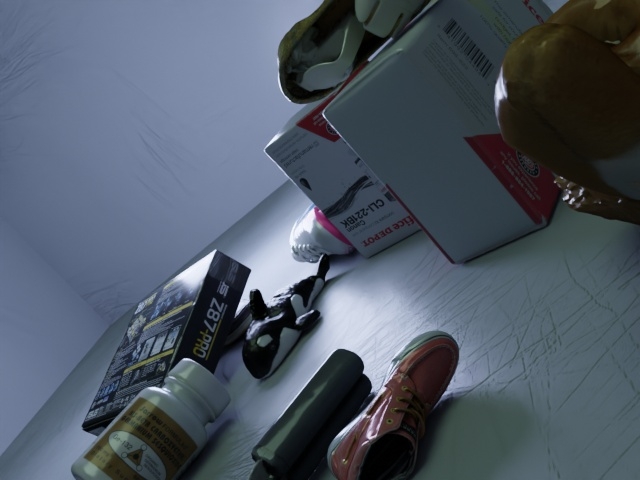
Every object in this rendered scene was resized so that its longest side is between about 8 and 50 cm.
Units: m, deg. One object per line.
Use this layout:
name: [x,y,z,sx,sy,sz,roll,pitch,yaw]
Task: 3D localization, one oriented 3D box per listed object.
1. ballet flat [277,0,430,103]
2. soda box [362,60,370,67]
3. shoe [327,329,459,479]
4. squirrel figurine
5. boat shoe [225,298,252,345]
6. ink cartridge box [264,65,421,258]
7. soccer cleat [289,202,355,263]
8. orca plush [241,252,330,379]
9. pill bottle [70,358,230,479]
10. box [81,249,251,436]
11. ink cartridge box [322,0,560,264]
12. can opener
ballet flat: [0.053,-0.287,0.969,0.348,0.123,0.123,-33,14,47]
soda box: [0.134,-0.201,1.351,0.083,0.263,0.092,-41,11,7]
shoe: [0.080,0.165,0.701,0.178,0.063,0.081,-49,14,-7]
squirrel figurine: [0.314,-0.204,0.580,0.397,0.280,0.371,38,-113,-75]
boat shoe: [-0.218,0.164,1.601,0.103,0.092,0.285,-47,13,-26]
ink cartridge box: [0.073,-0.126,1.267,0.197,0.273,0.114,-31,19,43]
soccer cleat: [0.000,0.000,1.491,0.143,0.116,0.331,-51,5,7]
orca plush: [-0.070,0.109,1.290,0.151,0.102,0.287,-27,18,51]
pill bottle: [-0.245,0.294,1.113,0.229,0.131,0.131,-48,13,-29]
box: [-0.313,0.222,1.482,0.395,0.097,0.318,-30,37,49]
ink cartridge box: [0.218,-0.200,1.042,0.160,0.279,0.385,-33,14,45]
can opener: [-0.021,0.241,0.783,0.095,0.076,0.283,16,51,38]
